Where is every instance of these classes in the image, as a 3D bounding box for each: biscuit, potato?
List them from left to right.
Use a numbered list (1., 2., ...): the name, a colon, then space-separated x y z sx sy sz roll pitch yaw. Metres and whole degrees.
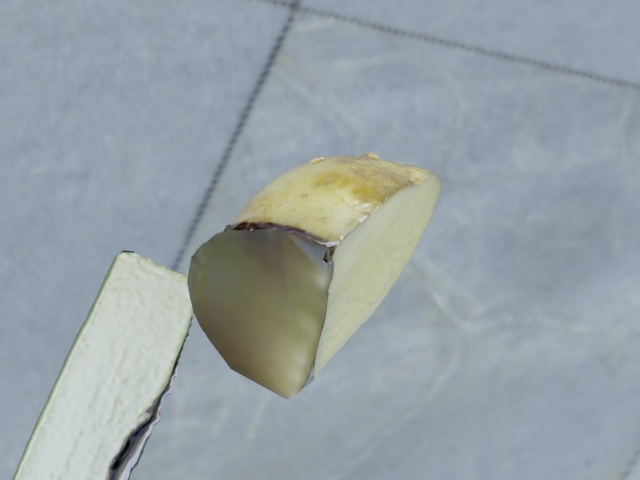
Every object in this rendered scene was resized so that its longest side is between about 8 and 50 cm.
1. biscuit: -0.198 0.163 1.599 0.099 0.322 0.038 22 158 -2
2. potato: 0.000 0.000 0.791 0.103 0.066 0.096 -40 156 -46
